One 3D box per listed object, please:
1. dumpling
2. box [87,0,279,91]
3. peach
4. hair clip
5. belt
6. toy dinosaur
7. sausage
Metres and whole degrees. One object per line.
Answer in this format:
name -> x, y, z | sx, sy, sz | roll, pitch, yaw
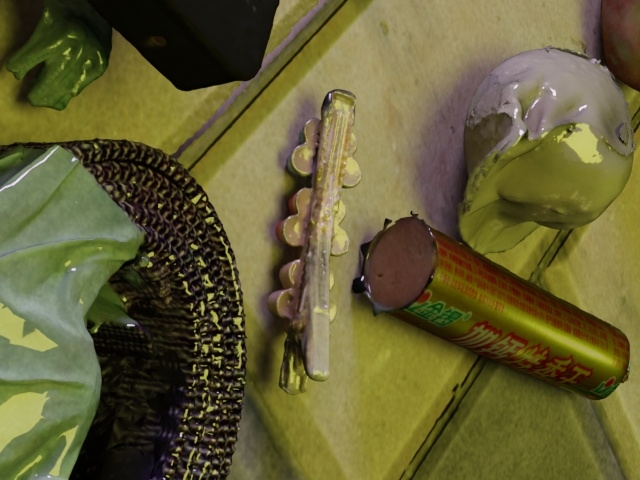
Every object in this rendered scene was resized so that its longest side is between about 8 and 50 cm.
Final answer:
dumpling -> 0.181, -0.062, 1.161 | 0.247, 0.142, 0.172 | -26, 145, -53
box -> -0.123, -0.252, 0.730 | 0.350, 0.058, 0.211 | 45, 46, -45
peach -> 0.335, -0.209, 1.316 | 0.152, 0.152, 0.152 | -1, 91, -50
hair clip -> -0.004, 0.001, 0.986 | 0.062, 0.056, 0.213 | 16, 69, -32
belt -> -0.154, 0.095, 0.756 | 0.260, 0.122, 0.324 | 46, 56, -45
toy dinosaur -> -0.161, -0.267, 0.782 | 0.129, 0.076, 0.383 | 3, 92, -56
sausage -> 0.163, 0.071, 1.164 | 0.371, 0.082, 0.082 | 26, 71, -47
